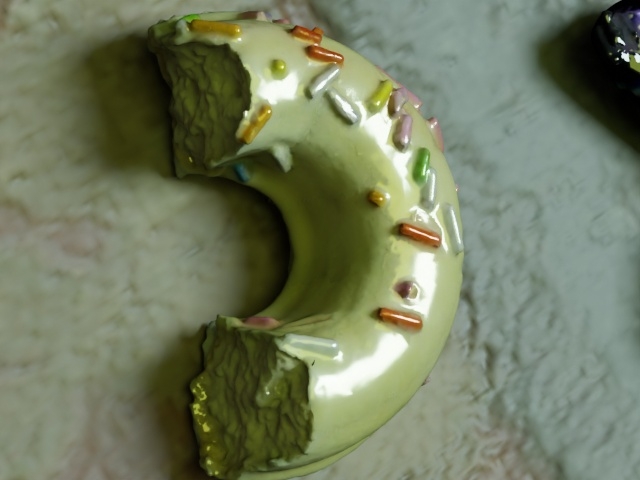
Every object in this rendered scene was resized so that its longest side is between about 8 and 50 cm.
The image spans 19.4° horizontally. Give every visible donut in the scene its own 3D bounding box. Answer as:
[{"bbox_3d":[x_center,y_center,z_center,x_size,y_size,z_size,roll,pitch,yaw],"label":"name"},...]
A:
[{"bbox_3d":[0.003,-0.003,0.653,0.108,0.065,0.166,-8,87,-28],"label":"donut"}]

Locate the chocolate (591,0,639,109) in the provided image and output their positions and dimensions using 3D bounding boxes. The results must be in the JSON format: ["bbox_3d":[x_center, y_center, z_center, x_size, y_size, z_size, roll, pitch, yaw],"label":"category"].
[{"bbox_3d":[0.161,-0.032,0.741,0.072,0.070,0.147,-26,97,-55],"label":"chocolate"}]
